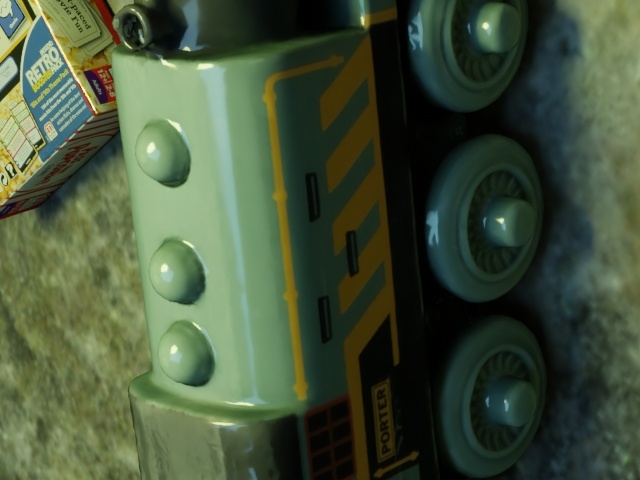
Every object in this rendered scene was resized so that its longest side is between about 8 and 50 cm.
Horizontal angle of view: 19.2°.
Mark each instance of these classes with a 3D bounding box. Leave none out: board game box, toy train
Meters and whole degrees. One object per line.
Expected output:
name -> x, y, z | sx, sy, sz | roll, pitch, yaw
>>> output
board game box -> -0.190, -0.127, 1.087 | 0.147, 0.045, 0.193 | -35, 80, 47
toy train -> 0.000, 0.000, 0.839 | 0.142, 0.190, 0.334 | 11, 113, 42
